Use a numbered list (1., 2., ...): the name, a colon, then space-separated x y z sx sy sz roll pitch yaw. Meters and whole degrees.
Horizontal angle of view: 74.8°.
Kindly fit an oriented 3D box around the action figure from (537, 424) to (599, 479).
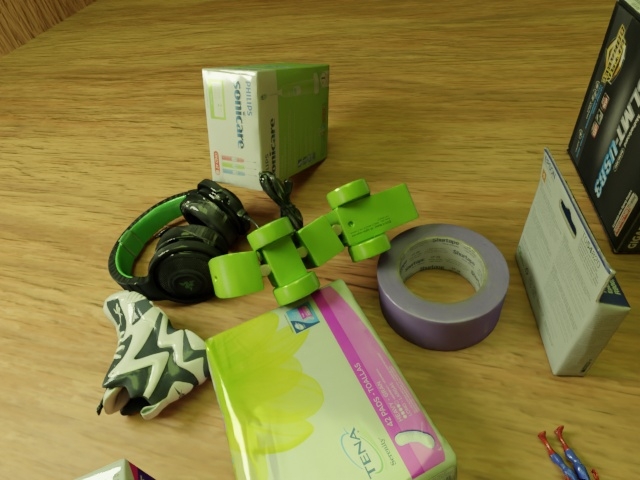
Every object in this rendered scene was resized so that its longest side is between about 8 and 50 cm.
1. action figure: 0.290 0.269 0.468 0.038 0.030 0.115 -12 48 -7

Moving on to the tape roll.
1. tape roll: 0.183 0.067 0.645 0.189 0.080 0.189 -6 47 6

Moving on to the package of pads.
1. package of pads: -0.008 0.212 0.531 0.229 0.101 0.296 -24 46 -11

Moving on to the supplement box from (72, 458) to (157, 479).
1. supplement box: -0.223 0.365 0.423 0.114 0.111 0.220 -21 47 -9

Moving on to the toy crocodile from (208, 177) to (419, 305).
1. toy crocodile: 0.000 0.000 0.629 0.340 0.105 0.115 -27 92 -18

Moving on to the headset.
1. headset: -0.216 -0.024 0.741 0.394 0.185 0.243 -4 46 22

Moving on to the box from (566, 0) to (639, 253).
1. box: 0.505 -0.182 0.665 0.073 0.295 0.293 0 48 11

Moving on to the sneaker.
1. sneaker: -0.289 0.177 0.626 0.235 0.094 0.153 28 49 21

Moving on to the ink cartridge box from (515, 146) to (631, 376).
1. ink cartridge box: 0.325 0.028 0.553 0.045 0.224 0.223 -3 47 9

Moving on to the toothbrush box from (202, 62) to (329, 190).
1. toothbrush box: -0.093 -0.244 0.849 0.122 0.206 0.283 12 29 21
